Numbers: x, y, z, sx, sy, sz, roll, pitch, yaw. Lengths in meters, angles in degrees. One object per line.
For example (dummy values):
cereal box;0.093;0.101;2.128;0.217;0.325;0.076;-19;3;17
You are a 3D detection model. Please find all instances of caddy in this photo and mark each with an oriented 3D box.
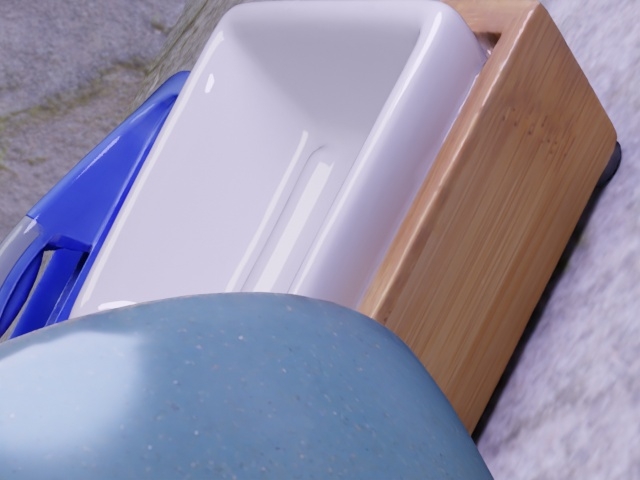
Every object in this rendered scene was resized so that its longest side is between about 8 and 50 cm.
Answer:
caddy;-0.130;0.062;1.026;0.341;0.179;0.241;-63;15;-4

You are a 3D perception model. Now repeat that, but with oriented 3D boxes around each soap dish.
soap dish;0.000;0.000;0.786;0.229;0.118;0.291;-63;23;-4

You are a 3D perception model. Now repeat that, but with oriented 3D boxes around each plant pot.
plant pot;-0.035;0.185;0.442;0.290;0.290;0.195;-55;53;22
